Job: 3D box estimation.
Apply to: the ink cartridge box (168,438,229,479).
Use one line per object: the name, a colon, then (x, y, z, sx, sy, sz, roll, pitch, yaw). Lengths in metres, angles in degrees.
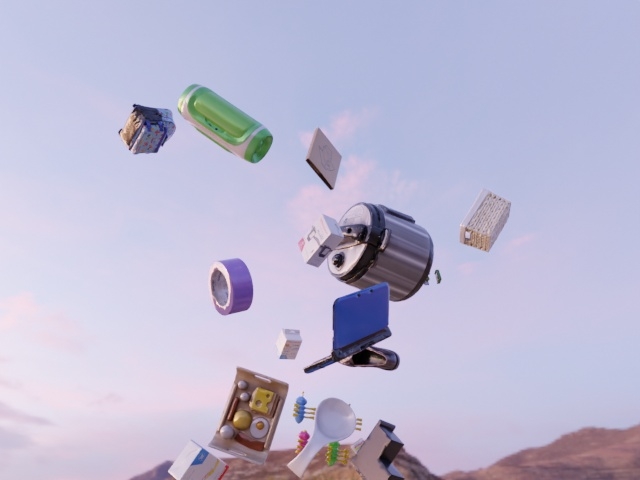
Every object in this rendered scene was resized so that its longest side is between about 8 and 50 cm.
ink cartridge box: (-0.430, 0.847, 2.003, 0.078, 0.134, 0.231, 14, -30, 42)

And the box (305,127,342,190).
box: (0.016, -0.311, 2.076, 0.021, 0.201, 0.164, -22, -54, 31)

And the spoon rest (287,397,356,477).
spoon rest: (0.011, 0.592, 1.671, 0.137, 0.276, 0.084, 38, -43, 11)

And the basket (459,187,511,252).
basket: (0.527, -0.061, 1.744, 0.103, 0.167, 0.113, 25, -23, 25)

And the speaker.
speaker: (-0.294, -0.361, 1.688, 0.296, 0.131, 0.131, 35, -29, 11)

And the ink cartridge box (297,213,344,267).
ink cartridge box: (0.000, 0.000, 1.880, 0.063, 0.109, 0.150, 22, -60, -35)

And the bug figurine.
bug figurine: (0.004, 0.650, 1.877, 0.279, 0.216, 0.072, 23, -27, -24)

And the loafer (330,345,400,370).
loafer: (0.164, 0.456, 2.173, 0.302, 0.109, 0.095, 1, -13, 33)

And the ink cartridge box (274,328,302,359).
ink cartridge box: (-0.158, 0.511, 2.731, 0.092, 0.090, 0.143, 8, -63, -26)

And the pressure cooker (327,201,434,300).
pressure cooker: (0.224, 0.039, 2.325, 0.420, 0.376, 0.370, 22, -58, -23)

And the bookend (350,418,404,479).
bookend: (0.187, 0.622, 1.540, 0.072, 0.157, 0.156, 32, 2, -34)

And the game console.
game console: (0.085, 0.278, 1.747, 0.293, 0.173, 0.250, -11, -17, -48)

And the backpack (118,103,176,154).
backpack: (-0.568, -0.373, 1.849, 0.158, 0.117, 0.173, -46, -19, 32)

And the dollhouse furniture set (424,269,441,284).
dollhouse furniture set: (0.470, 0.168, 2.493, 0.151, 0.059, 0.076, 0, -42, -6)

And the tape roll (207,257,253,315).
tape roll: (-0.310, 0.157, 1.869, 0.080, 0.189, 0.189, -8, -20, -37)

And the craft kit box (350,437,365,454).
craft kit box: (0.196, 0.802, 1.869, 0.061, 0.250, 0.247, -35, -20, -8)

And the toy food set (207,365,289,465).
toy food set: (-0.266, 0.650, 2.041, 0.219, 0.306, 0.092, 15, -19, 10)
